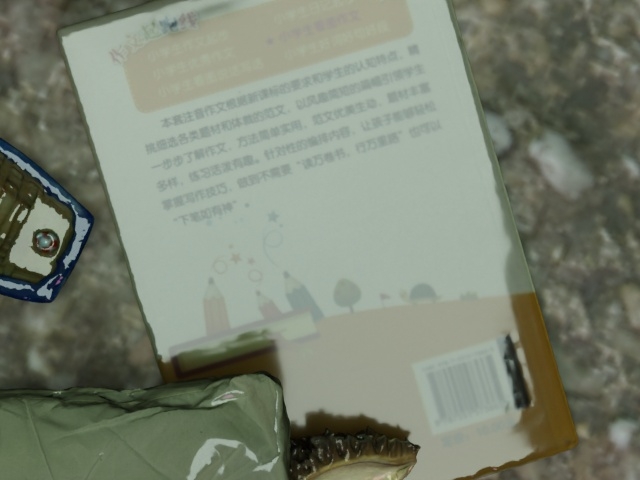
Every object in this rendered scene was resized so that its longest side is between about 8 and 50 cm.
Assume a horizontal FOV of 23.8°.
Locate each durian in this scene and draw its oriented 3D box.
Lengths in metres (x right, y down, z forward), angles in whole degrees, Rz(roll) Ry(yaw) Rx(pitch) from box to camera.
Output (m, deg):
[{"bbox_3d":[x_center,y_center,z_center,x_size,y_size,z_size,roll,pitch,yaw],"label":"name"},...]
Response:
[{"bbox_3d":[-0.010,0.133,0.778,0.130,0.052,0.066,-35,99,4],"label":"durian"}]

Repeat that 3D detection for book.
[{"bbox_3d":[0.000,0.000,0.810,0.208,0.020,0.295,-16,93,-1],"label":"book"}]

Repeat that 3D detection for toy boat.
[{"bbox_3d":[-0.226,-0.043,0.788,0.229,0.046,0.080,27,92,-2],"label":"toy boat"}]

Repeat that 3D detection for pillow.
[{"bbox_3d":[-0.136,0.207,0.752,0.280,0.076,0.274,-4,93,18],"label":"pillow"}]
